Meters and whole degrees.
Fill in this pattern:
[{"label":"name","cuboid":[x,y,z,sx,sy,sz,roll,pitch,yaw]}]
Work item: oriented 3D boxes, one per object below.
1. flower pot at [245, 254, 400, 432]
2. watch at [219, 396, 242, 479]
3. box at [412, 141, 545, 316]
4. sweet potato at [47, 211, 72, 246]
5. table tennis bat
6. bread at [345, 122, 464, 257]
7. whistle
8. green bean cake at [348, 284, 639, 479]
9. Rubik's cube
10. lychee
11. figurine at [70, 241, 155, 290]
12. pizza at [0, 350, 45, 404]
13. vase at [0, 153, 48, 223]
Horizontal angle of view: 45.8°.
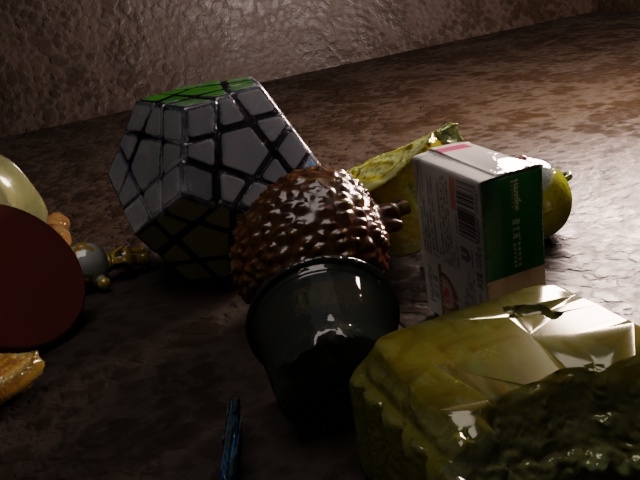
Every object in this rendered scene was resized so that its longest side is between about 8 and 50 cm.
[{"label":"flower pot","cuboid":[0.011,0.108,0.721,0.158,0.157,0.106,-11,35,-3]},{"label":"watch","cuboid":[-0.195,0.227,0.597,0.276,0.068,0.274,-11,21,-2]},{"label":"box","cuboid":[0.172,0.004,0.822,0.081,0.199,0.135,-14,23,-19]},{"label":"sweet potato","cuboid":[-0.478,-0.007,1.353,0.065,0.051,0.218,-29,25,-9]},{"label":"table tennis bat","cuboid":[-0.445,0.017,0.985,0.038,0.310,0.200,-43,8,45]},{"label":"bread","cuboid":[0.115,-0.068,1.094,0.186,0.124,0.257,-37,13,-23]},{"label":"whistle","cuboid":[0.255,-0.044,1.046,0.223,0.122,0.123,-30,25,-11]},{"label":"green bean cake","cuboid":[0.158,0.140,0.582,0.236,0.124,0.233,-15,22,-16]},{"label":"Rubik's cube","cuboid":[-0.150,-0.095,1.131,0.264,0.319,0.319,27,33,14]},{"label":"lychee","cuboid":[0.000,0.000,0.931,0.238,0.200,0.200,-24,22,-2]},{"label":"figurine","cuboid":[-0.329,0.036,1.164,0.143,0.068,0.101,6,27,-6]},{"label":"pizza","cuboid":[-0.403,0.171,0.864,0.175,0.046,0.134,-19,23,-22]},{"label":"vase","cuboid":[-0.570,-0.062,1.130,0.241,0.329,0.302,-1,28,11]}]
